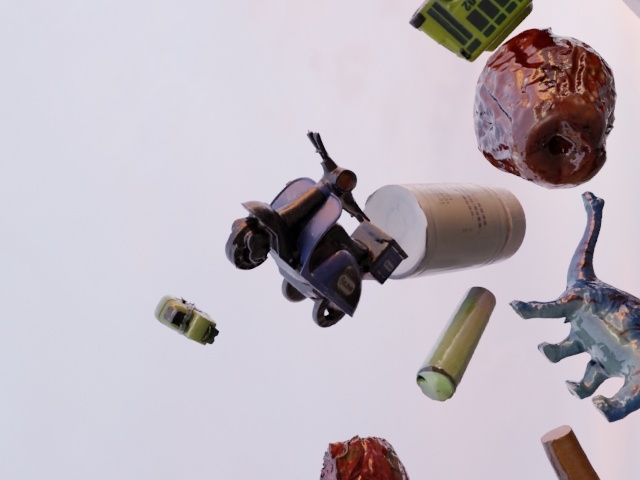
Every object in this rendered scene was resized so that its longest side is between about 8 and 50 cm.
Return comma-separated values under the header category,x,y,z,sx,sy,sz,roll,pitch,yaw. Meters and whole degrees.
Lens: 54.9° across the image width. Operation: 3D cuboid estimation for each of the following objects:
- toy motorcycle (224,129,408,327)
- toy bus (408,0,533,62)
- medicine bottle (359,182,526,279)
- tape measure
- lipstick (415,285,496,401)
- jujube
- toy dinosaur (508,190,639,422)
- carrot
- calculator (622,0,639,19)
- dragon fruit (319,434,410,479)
category,x,y,z,sx,sy,sz,roll,pitch,yaw
toy motorcycle,0.000,0.000,0.935,0.212,0.125,0.358,-51,-34,-3
toy bus,0.264,-0.396,0.908,0.150,0.262,0.128,38,-142,-7
medicine bottle,0.262,-0.026,1.288,0.332,0.190,0.190,-5,-86,-39
tape measure,-0.354,0.199,1.605,0.154,0.177,0.087,29,-98,-21
lipstick,0.261,0.186,1.161,0.304,0.076,0.076,-43,-58,-53
jujube,0.303,-0.180,0.833,0.290,0.197,0.197,-72,-38,-56
toy dinosaur,0.280,0.100,0.599,0.076,0.144,0.329,59,-169,-54
carrot,0.428,0.411,0.981,0.067,0.067,0.225,-15,-105,-47
calculator,0.436,-0.298,0.786,0.141,0.045,0.246,35,-151,-19
dragon fruit,0.067,0.290,0.690,0.127,0.120,0.161,-21,-45,-24
